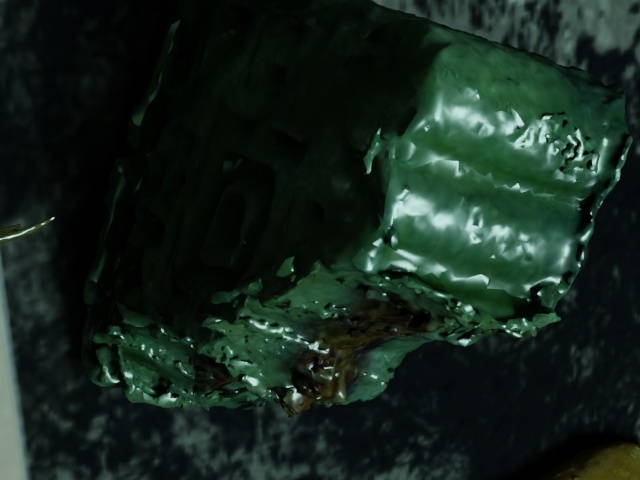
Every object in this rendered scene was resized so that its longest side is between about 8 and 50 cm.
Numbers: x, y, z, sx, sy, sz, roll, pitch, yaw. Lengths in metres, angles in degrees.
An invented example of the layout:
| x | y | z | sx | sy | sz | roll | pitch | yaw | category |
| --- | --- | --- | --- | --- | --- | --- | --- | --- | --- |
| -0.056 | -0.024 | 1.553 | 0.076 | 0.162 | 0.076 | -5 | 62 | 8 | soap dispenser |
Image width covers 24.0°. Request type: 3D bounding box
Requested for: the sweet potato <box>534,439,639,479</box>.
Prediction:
| x | y | z | sx | sy | sz | roll | pitch | yaw | category |
| --- | --- | --- | --- | --- | --- | --- | --- | --- | --- |
| 0.089 | 0.175 | 0.794 | 0.274 | 0.067 | 0.067 | -32 | 123 | -22 | sweet potato |

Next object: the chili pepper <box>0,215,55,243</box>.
| x | y | z | sx | sy | sz | roll | pitch | yaw | category |
| --- | --- | --- | --- | --- | --- | --- | --- | --- | --- |
| -0.185 | -0.005 | 0.527 | 0.192 | 0.084 | 0.086 | 0 | 125 | -29 | chili pepper |

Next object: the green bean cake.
| x | y | z | sx | sy | sz | roll | pitch | yaw | category |
| --- | --- | --- | --- | --- | --- | --- | --- | --- | --- |
| 0.000 | 0.000 | 0.575 | 0.107 | 0.208 | 0.193 | 18 | 96 | -34 | green bean cake |
